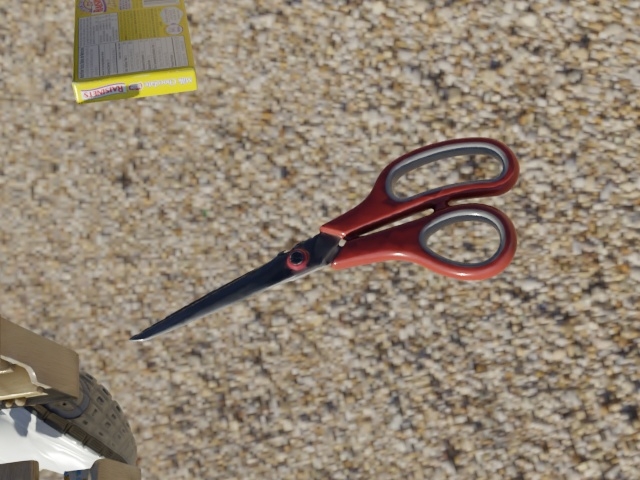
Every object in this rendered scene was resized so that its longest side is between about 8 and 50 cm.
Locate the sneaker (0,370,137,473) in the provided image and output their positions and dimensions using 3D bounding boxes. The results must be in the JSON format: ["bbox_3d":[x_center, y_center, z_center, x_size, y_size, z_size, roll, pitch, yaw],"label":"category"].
[{"bbox_3d":[-0.319,0.173,1.108,0.297,0.111,0.129,23,107,8],"label":"sneaker"}]

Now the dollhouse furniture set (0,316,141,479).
[{"bbox_3d":[-0.277,0.200,0.932,0.212,0.161,0.242,-10,70,12],"label":"dollhouse furniture set"}]

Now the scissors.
[{"bbox_3d":[0.000,0.000,0.810,0.297,0.021,0.109,-13,67,11],"label":"scissors"}]

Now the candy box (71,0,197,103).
[{"bbox_3d":[-0.172,-0.189,1.037,0.206,0.105,0.027,-105,7,-53],"label":"candy box"}]
